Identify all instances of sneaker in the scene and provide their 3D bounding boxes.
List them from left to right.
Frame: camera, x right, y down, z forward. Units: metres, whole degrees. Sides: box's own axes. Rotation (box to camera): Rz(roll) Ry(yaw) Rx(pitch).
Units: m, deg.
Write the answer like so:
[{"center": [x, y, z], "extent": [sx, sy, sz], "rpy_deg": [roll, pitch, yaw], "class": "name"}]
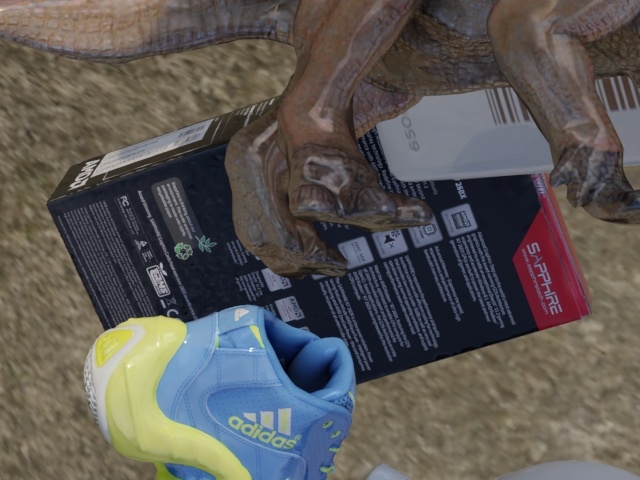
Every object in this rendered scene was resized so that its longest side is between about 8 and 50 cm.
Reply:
[{"center": [-0.021, 0.124, 0.894], "extent": [0.126, 0.091, 0.240], "rpy_deg": [-22, 130, 14], "class": "sneaker"}]

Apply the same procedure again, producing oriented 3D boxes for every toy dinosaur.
[{"center": [0.055, -0.095, 0.440], "extent": [0.296, 0.127, 0.200], "rpy_deg": [-1, 81, 13], "class": "toy dinosaur"}]

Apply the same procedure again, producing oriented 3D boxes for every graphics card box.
[{"center": [0.000, 0.000, 1.313], "extent": [0.371, 0.094, 0.232], "rpy_deg": [-19, 110, 12], "class": "graphics card box"}]

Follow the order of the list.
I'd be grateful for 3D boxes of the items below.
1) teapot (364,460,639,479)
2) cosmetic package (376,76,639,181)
[{"center": [0.183, 0.280, 1.359], "extent": [0.253, 0.187, 0.256], "rpy_deg": [-18, 116, -23], "class": "teapot"}, {"center": [0.232, -0.244, 0.832], "extent": [0.394, 0.329, 0.327], "rpy_deg": [-23, 101, -36], "class": "cosmetic package"}]
